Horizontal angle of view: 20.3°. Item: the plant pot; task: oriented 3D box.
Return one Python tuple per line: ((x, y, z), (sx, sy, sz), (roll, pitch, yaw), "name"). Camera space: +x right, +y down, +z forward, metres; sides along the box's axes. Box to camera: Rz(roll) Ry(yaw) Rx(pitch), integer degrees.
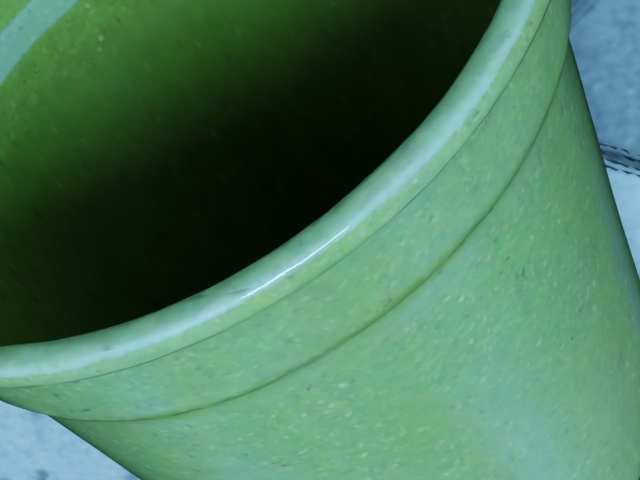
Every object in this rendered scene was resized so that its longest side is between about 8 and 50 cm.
((0.000, 0.000, 0.633), (0.276, 0.276, 0.254), (-17, 135, 20), "plant pot")
